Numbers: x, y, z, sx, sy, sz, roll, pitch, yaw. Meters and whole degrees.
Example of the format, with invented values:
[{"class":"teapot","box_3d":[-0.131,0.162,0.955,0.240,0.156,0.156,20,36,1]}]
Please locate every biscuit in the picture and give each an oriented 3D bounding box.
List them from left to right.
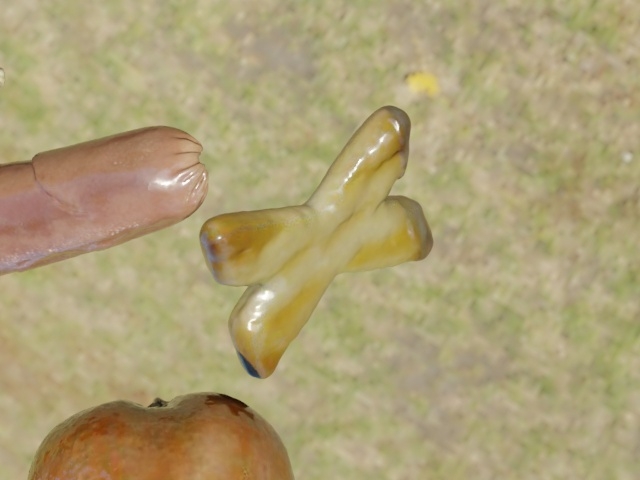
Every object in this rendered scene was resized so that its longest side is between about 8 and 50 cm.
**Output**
[{"class":"biscuit","box_3d":[0.000,-0.001,1.522,0.047,0.208,0.164,31,147,44]}]

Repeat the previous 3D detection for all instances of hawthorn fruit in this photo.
[{"class":"hawthorn fruit","box_3d":[-0.110,0.229,1.342,0.199,0.251,0.199,-7,144,-5]}]

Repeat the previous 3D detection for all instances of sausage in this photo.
[{"class":"sausage","box_3d":[-0.269,-0.006,1.365,0.433,0.088,0.088,-12,133,21]}]

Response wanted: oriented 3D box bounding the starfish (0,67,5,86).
[{"class":"starfish","box_3d":[-0.341,-0.107,1.358,0.071,0.238,0.216,-22,110,43]}]
